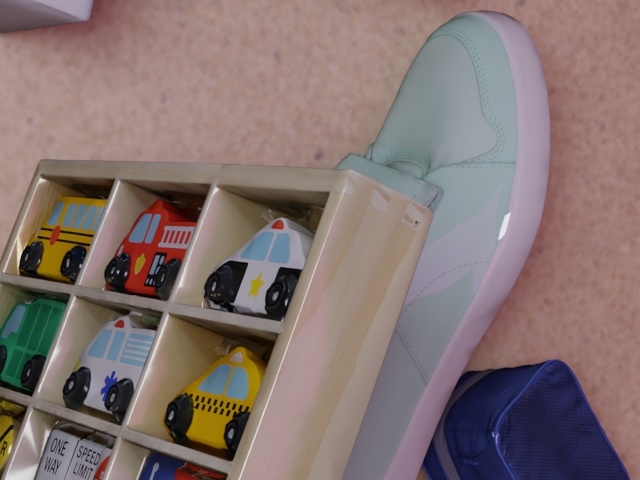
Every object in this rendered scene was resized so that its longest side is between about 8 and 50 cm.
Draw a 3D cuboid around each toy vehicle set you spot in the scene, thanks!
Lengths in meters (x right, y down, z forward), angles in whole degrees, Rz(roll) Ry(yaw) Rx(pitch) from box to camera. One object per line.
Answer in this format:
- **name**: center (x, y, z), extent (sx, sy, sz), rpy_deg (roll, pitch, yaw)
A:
- **toy vehicle set**: center (-0.069, 0.054, 0.720), extent (0.035, 0.267, 0.166), rpy_deg (24, 81, -28)

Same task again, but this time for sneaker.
- **sneaker**: center (0.000, 0.001, 0.846), extent (0.151, 0.094, 0.256), rpy_deg (24, 84, -33)

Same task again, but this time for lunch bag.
- **lunch bag**: center (0.093, 0.108, 0.924), extent (0.067, 0.065, 0.098), rpy_deg (-41, 110, -37)

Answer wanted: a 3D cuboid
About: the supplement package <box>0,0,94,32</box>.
- **supplement package**: center (-0.130, -0.181, 0.763), extent (0.105, 0.105, 0.179), rpy_deg (19, 84, -29)
